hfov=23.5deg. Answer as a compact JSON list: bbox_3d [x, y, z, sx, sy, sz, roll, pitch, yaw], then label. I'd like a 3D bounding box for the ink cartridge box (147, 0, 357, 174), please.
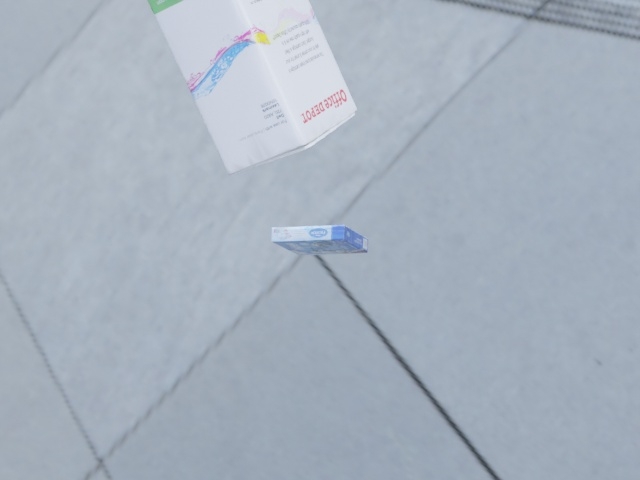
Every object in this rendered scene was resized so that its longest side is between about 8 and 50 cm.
[{"bbox_3d":[-0.086,-0.242,1.879,0.117,0.278,0.201,-21,9,25],"label":"ink cartridge box"}]

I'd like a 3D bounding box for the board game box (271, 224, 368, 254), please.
[{"bbox_3d":[0.000,0.000,1.805,0.090,0.090,0.020,-1,79,20],"label":"board game box"}]
